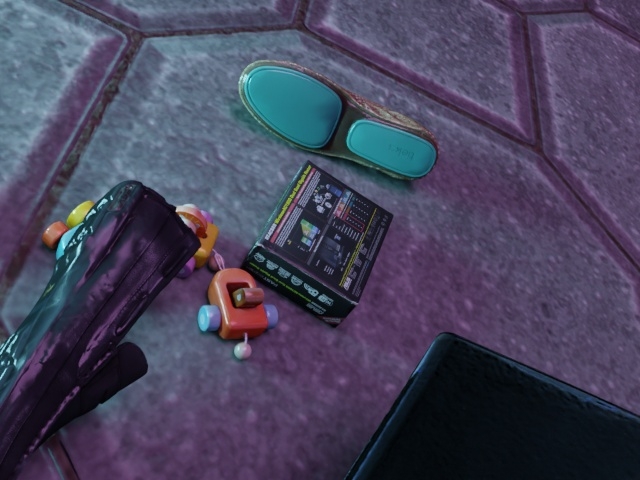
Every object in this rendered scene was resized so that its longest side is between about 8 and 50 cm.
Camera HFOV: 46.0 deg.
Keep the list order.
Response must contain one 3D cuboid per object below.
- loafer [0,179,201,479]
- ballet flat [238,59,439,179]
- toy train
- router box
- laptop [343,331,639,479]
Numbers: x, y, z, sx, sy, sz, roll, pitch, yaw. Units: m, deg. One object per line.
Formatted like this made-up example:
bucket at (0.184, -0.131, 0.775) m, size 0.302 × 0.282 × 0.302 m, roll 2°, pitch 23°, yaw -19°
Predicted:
loafer at (-0.137, 0.065, 0.437) m, size 0.078 × 0.076 × 0.223 m, roll 37°, pitch 56°, yaw -21°
ballet flat at (0.016, -0.115, 0.724) m, size 0.206 × 0.073 × 0.067 m, roll 25°, pitch 17°, yaw -17°
toy train at (-0.108, 0.019, 0.530) m, size 0.166 × 0.046 × 0.125 m, roll 6°, pitch 51°, yaw -30°
router box at (0.000, 0.000, 0.623) m, size 0.092 × 0.038 × 0.122 m, roll 33°, pitch 43°, yaw -6°
laptop at (0.159, 0.319, 0.365) m, size 0.382 × 0.236 × 0.407 m, roll -49°, pitch 117°, yaw -35°
